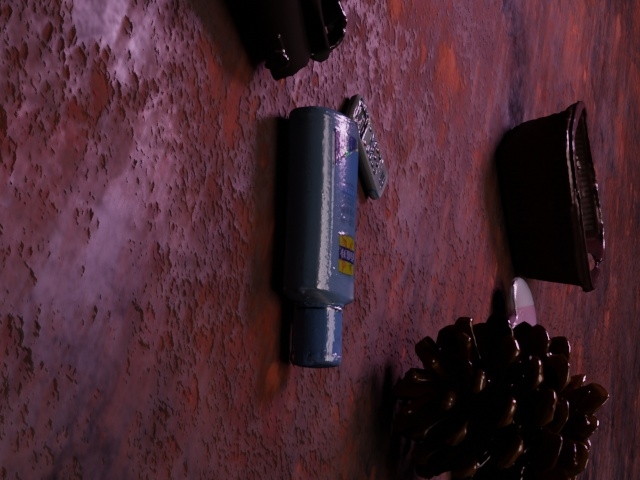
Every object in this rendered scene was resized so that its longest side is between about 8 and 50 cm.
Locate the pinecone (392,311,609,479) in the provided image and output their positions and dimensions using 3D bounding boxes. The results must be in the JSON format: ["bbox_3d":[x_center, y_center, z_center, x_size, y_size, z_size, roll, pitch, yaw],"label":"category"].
[{"bbox_3d":[0.208,0.204,1.506,0.264,0.264,0.264,-3,90,-66],"label":"pinecone"}]

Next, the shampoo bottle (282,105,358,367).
[{"bbox_3d":[0.000,0.000,1.271,0.104,0.061,0.258,23,67,-63],"label":"shampoo bottle"}]

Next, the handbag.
[{"bbox_3d":[-0.014,-0.328,1.229,0.285,0.113,0.257,-69,154,-43],"label":"handbag"}]

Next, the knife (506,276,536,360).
[{"bbox_3d":[0.257,0.196,1.851,0.132,0.038,0.398,66,32,-21],"label":"knife"}]

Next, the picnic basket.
[{"bbox_3d":[0.382,-0.074,2.064,0.222,0.129,0.297,-53,136,-58],"label":"picnic basket"}]

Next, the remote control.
[{"bbox_3d":[0.053,-0.108,1.456,0.053,0.018,0.124,-66,145,-47],"label":"remote control"}]
